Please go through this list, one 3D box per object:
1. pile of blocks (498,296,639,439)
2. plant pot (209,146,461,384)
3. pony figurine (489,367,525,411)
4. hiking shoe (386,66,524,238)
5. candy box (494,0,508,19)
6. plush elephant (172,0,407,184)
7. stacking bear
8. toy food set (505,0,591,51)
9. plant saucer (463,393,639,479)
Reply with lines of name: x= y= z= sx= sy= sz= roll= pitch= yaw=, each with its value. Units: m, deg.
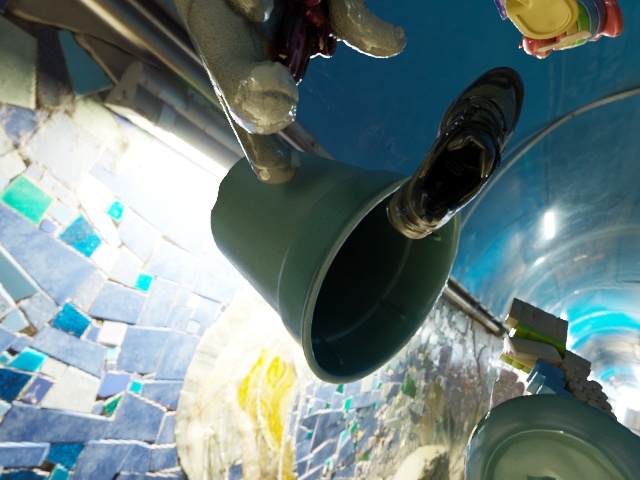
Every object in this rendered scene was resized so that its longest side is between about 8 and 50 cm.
pile of blocks: x=0.372 y=0.247 z=0.694 sx=0.148 sy=0.113 sz=0.362 roll=14 pitch=28 yaw=-1
plant pot: x=0.000 y=0.000 z=0.724 sx=0.334 sy=0.341 sz=0.341 roll=32 pitch=1 yaw=39
pony figurine: x=0.558 y=0.571 z=1.115 sx=0.302 sy=0.351 sz=0.363 roll=21 pitch=16 yaw=34
hiking shoe: x=0.166 y=-0.099 z=0.452 sx=0.086 sy=0.227 sz=0.114 roll=34 pitch=-5 yaw=-6
candy box: x=0.642 y=-0.773 z=1.113 sx=0.317 sy=0.268 sz=0.122 roll=-12 pitch=-53 yaw=48
plush elephant: x=-0.025 y=-0.266 z=0.496 sx=0.255 sy=0.330 sz=0.272 roll=-26 pitch=-11 yaw=-5
stacking bear: x=0.860 y=-0.742 z=1.480 sx=0.288 sy=0.164 sz=0.175 roll=-22 pitch=18 yaw=3
toy food set: x=0.524 y=-0.543 z=0.972 sx=0.217 sy=0.071 sz=0.128 roll=25 pitch=-20 yaw=-34
plant saucer: x=0.146 y=0.159 z=0.259 sx=0.119 sy=0.120 sz=0.021 roll=9 pitch=-4 yaw=35
